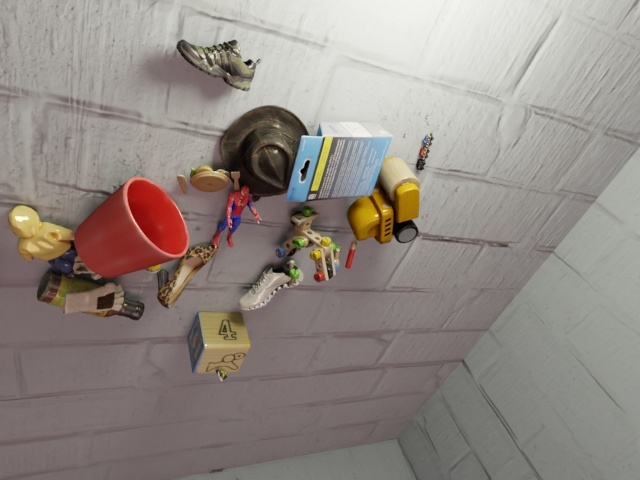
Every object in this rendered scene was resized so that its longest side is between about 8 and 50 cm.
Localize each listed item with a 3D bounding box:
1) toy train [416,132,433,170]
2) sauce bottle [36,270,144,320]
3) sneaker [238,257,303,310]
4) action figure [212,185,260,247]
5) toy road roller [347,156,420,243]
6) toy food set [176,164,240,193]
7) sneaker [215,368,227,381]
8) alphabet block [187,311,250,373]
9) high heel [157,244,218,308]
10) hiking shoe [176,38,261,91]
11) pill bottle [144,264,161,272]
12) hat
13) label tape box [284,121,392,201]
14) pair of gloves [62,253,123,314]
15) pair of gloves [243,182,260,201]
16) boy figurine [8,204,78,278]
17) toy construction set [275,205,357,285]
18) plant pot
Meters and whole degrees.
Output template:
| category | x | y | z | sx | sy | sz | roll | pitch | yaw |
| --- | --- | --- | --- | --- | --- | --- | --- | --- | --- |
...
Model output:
| category | x | y | z | sx | sy | sz | roll | pitch | yaw |
| --- | --- | --- | --- | --- | --- | --- | --- | --- | --- |
| toy train | 0.392 | -0.335 | 1.704 | 0.036 | 0.027 | 0.158 | 0 | 131 | -11 |
| sauce bottle | -0.795 | 0.207 | 1.587 | 0.344 | 0.111 | 0.111 | 26 | 115 | -39 |
| sneaker | -0.217 | 0.176 | 1.843 | 0.292 | 0.110 | 0.118 | -33 | 128 | -5 |
| action figure | -0.289 | -0.057 | 1.541 | 0.092 | 0.139 | 0.280 | 3 | 134 | -30 |
| toy road roller | 0.229 | -0.128 | 1.692 | 0.241 | 0.202 | 0.329 | -14 | 136 | -8 |
| toy food set | -0.357 | -0.200 | 1.453 | 0.192 | 0.038 | 0.132 | -4 | 158 | -10 |
| sneaker | -0.411 | 0.553 | 1.871 | 0.035 | 0.031 | 0.083 | -28 | 142 | -19 |
| alphabet block | -0.433 | 0.432 | 1.904 | 0.197 | 0.193 | 0.192 | 8 | 128 | -31 |
| high heel | -0.466 | 0.128 | 1.612 | 0.261 | 0.186 | 0.093 | -30 | 136 | 3 |
| hiking shoe | -0.273 | -0.499 | 1.216 | 0.227 | 0.086 | 0.114 | 16 | 108 | -42 |
| pill bottle | -0.587 | 0.052 | 1.574 | 0.065 | 0.065 | 0.116 | 1 | 129 | -26 |
| hat | -0.152 | -0.253 | 1.445 | 0.332 | 0.134 | 0.331 | -14 | 132 | -17 |
| label tape box | 0.043 | -0.266 | 1.514 | 0.348 | 0.115 | 0.249 | -7 | 133 | -29 |
| pair of gloves | -0.727 | 0.131 | 1.492 | 0.204 | 0.042 | 0.240 | 7 | 103 | -59 |
| pair of gloves | -0.235 | -0.171 | 1.571 | 0.083 | 0.010 | 0.074 | 24 | 114 | -40 |
| boy figurine | -0.852 | 0.008 | 1.392 | 0.177 | 0.092 | 0.285 | -29 | 135 | 3 |
| toy construction set | 0.000 | 0.000 | 1.690 | 0.309 | 0.257 | 0.237 | -1 | 119 | -28 |
| plant pot | -0.588 | -0.020 | 1.385 | 0.243 | 0.274 | 0.275 | -27 | 137 | 13 |
